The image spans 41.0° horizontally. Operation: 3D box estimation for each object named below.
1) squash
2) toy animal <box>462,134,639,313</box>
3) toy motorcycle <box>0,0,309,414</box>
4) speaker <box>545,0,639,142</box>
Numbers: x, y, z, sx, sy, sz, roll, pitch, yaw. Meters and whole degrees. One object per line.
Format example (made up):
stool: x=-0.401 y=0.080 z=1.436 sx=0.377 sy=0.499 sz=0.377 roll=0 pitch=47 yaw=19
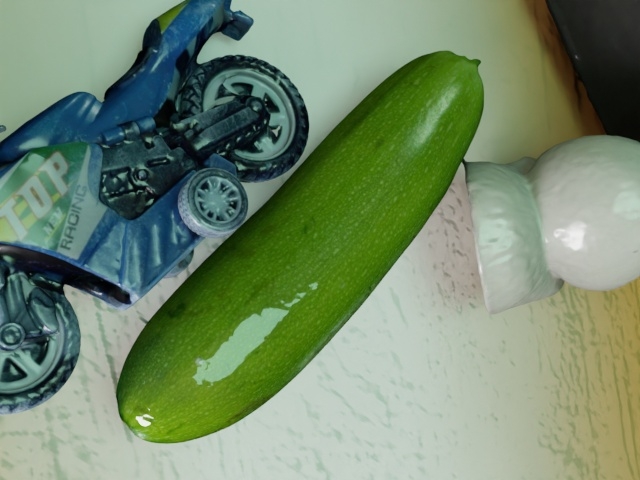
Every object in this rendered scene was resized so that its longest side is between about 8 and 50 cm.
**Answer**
squash: x=0.000 y=0.002 z=0.490 sx=0.082 sy=0.082 sz=0.292 roll=49 pitch=69 yaw=-16
toy animal: x=0.202 y=-0.028 z=0.536 sx=0.220 sy=0.131 sz=0.104 roll=-15 pitch=76 yaw=12
toy motorcycle: x=-0.111 y=-0.037 z=0.438 sx=0.135 sy=0.092 sz=0.254 roll=48 pitch=60 yaw=-7
speaker: x=0.330 y=-0.180 z=0.568 sx=0.254 sy=0.232 sz=0.184 roll=-34 pitch=104 yaw=-28
